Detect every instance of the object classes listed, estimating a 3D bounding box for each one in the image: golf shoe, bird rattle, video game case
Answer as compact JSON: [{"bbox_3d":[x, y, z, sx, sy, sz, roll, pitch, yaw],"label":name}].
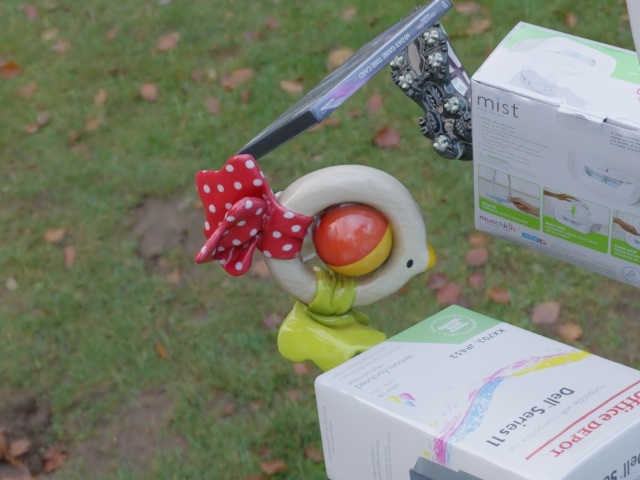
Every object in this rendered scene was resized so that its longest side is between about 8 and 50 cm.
[{"bbox_3d":[0.191,-0.237,1.932,0.105,0.120,0.273,-31,64,30],"label":"golf shoe"},{"bbox_3d":[0.000,0.000,1.246,0.207,0.253,0.143,-29,23,9],"label":"bird rattle"},{"bbox_3d":[0.029,-0.201,1.554,0.274,0.026,0.196,-43,11,-32],"label":"video game case"}]

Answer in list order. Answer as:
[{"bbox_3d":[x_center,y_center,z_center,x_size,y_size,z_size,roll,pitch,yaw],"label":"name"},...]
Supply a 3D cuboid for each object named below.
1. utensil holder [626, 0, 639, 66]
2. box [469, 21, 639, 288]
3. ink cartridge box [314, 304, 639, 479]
[{"bbox_3d":[0.344,-0.128,0.372,0.385,0.328,0.327,-29,43,-25],"label":"utensil holder"},{"bbox_3d":[0.305,-0.086,1.351,0.262,0.231,0.127,21,51,28],"label":"box"},{"bbox_3d":[0.189,0.187,1.112,0.207,0.119,0.353,-25,30,-37],"label":"ink cartridge box"}]
